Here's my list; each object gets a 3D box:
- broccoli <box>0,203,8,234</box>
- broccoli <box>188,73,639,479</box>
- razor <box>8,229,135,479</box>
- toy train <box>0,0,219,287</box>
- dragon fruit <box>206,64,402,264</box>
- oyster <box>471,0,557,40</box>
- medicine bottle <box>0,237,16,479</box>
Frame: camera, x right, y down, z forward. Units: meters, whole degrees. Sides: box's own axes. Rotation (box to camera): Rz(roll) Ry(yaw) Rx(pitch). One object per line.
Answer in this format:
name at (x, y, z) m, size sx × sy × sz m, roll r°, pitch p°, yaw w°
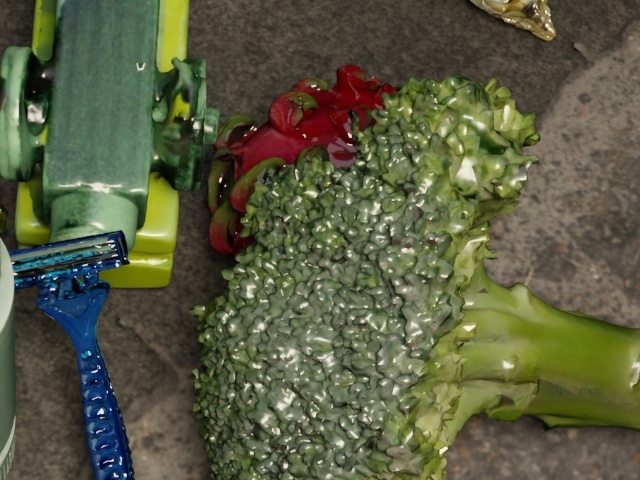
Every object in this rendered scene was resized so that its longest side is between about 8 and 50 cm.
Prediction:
broccoli at (-0.346, -0.025, 1.186) m, size 0.162 × 0.138 × 0.146 m, roll 12°, pitch 17°, yaw 10°
broccoli at (0.082, 0.121, 1.088) m, size 0.353 × 0.397 × 0.275 m, roll -29°, pitch 51°, yaw 16°
razor at (-0.156, 0.155, 1.073) m, size 0.093 × 0.056 × 0.324 m, roll -12°, pitch 99°, yaw -4°
toy train at (-0.176, -0.167, 1.207) m, size 0.179 × 0.272 × 0.442 m, roll 4°, pitch 69°, yaw -7°
dragon fruit at (0.008, -0.006, 1.208) m, size 0.198 × 0.218 × 0.272 m, roll -15°, pitch 75°, yaw 24°
oyster at (0.175, -0.270, 1.485) m, size 0.146 × 0.045 × 0.121 m, roll 6°, pitch 60°, yaw 2°
medicine bottle at (-0.294, 0.081, 1.013) m, size 0.158 × 0.318 × 0.158 m, roll 6°, pitch 57°, yaw -9°
